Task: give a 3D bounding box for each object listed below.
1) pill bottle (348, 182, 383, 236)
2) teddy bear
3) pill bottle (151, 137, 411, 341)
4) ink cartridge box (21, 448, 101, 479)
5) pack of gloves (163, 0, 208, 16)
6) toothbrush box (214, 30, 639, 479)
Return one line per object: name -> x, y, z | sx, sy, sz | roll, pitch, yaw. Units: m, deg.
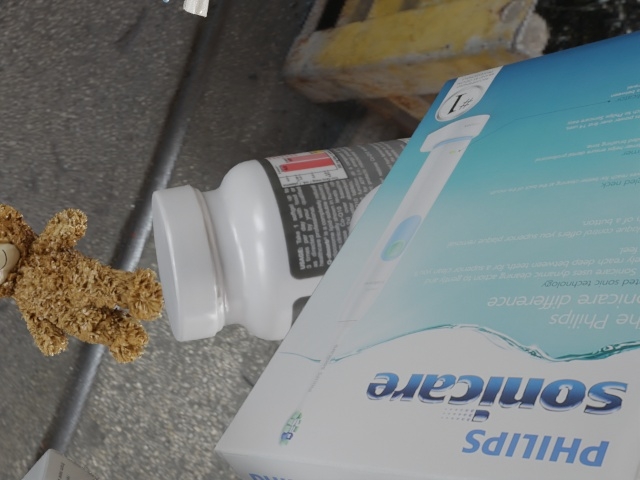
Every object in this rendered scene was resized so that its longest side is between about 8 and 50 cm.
pill bottle -> 0.100, 0.057, 0.803 | 0.160, 0.283, 0.160 | -1, 117, -1
teddy bear -> -0.412, 0.074, 1.442 | 0.338, 0.113, 0.245 | 41, 118, -8
pill bottle -> 0.000, 0.000, 1.051 | 0.363, 0.210, 0.210 | -9, 100, -15
ink cartridge box -> -0.089, 0.180, 0.382 | 0.150, 0.063, 0.109 | 40, 94, -17
pack of gloves -> -0.198, -0.494, 1.485 | 0.195, 0.046, 0.232 | -16, 118, -71
toothbrush box -> 0.119, 0.031, 0.459 | 0.126, 0.216, 0.295 | 54, 51, -27
